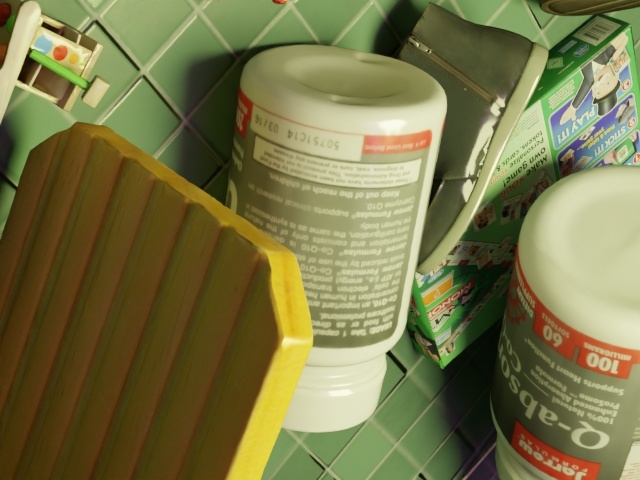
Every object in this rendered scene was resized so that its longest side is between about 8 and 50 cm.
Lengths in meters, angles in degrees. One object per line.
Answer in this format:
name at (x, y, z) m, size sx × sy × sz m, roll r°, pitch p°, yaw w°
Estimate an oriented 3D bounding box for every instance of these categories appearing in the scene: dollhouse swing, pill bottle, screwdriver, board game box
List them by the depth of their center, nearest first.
dollhouse swing at (-0.223, 0.119, 0.833) m, size 0.315 × 0.347 × 0.305 m, roll -11°, pitch 122°, yaw -38°
pill bottle at (0.000, 0.000, 1.107) m, size 0.161 × 0.161 × 0.283 m, roll -12°, pitch 121°, yaw -38°
pill bottle at (0.276, 0.120, 1.337) m, size 0.210 × 0.210 × 0.363 m, roll -31°, pitch 145°, yaw -26°
board game box at (0.196, -0.048, 1.345) m, size 0.317 × 0.046 × 0.213 m, roll -38°, pitch 135°, yaw -20°
screwdriver at (0.207, 0.216, 1.530) m, size 0.170 × 0.025 × 0.024 m, roll -51°, pitch 137°, yaw -7°

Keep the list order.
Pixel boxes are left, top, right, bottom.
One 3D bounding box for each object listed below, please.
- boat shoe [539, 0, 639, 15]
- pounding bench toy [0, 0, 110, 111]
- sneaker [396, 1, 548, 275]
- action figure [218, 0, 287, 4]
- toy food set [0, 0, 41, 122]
boat shoe at (0.313, -0.273, 1.288) m, size 0.307 × 0.110 × 0.104 m, roll -12°, pitch 97°, yaw -38°
pounding bench toy at (-0.186, -0.123, 0.919) m, size 0.065 × 0.083 × 0.052 m, roll 24°, pitch 97°, yaw -48°
sneaker at (0.096, -0.088, 1.185) m, size 0.083 × 0.118 × 0.222 m, roll -64°, pitch 179°, yaw -80°
action figure at (-0.078, -0.195, 1.017) m, size 0.115 × 0.030 × 0.038 m, roll -1°, pitch 109°, yaw -37°
toy food set at (-0.265, -0.127, 0.814) m, size 0.218 × 0.071 × 0.128 m, roll 26°, pitch 98°, yaw -31°
